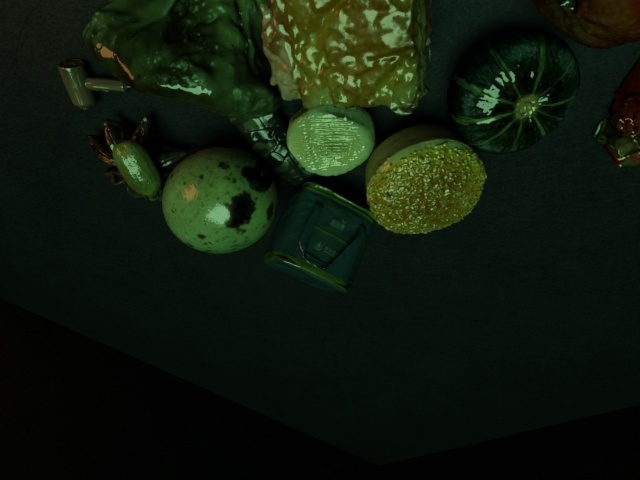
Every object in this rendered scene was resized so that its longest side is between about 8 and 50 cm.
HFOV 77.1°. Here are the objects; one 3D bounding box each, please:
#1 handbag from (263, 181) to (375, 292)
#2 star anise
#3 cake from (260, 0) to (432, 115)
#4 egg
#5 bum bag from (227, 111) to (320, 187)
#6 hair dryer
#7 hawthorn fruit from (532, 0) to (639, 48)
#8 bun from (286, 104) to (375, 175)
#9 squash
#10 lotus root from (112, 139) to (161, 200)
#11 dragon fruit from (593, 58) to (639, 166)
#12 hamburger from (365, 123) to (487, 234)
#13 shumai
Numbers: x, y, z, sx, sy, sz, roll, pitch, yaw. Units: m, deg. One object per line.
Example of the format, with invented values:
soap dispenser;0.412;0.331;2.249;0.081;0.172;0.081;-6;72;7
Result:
handbag;0.000;0.000;1.132;0.263;0.240;0.222;24;166;-12
star anise;-0.517;-0.225;1.172;0.316;0.108;0.315;5;133;5
cake;0.052;-0.426;0.707;0.294;0.306;0.314;4;136;15
egg;-0.278;-0.103;1.099;0.288;0.287;0.379;36;150;-21
bum bag;-0.129;-0.262;1.055;0.144;0.095;0.340;-18;130;24
hair dryer;-0.571;-0.402;1.046;0.182;0.064;0.117;5;135;1
hawthorn fruit;0.505;-0.463;0.603;0.331;0.287;0.287;-35;121;10
bun;0.031;-0.263;0.987;0.221;0.134;0.220;1;143;1
squash;0.393;-0.306;0.838;0.253;0.165;0.252;-1;129;-1
lotus root;-0.484;-0.182;1.079;0.091;0.077;0.182;-4;129;13
dragon fruit;0.736;-0.219;0.855;0.317;0.151;0.205;31;134;-17
hamburger;0.251;-0.140;0.983;0.303;0.170;0.301;-8;147;-5
shumai;-0.224;-0.435;0.764;0.398;0.324;0.323;29;112;13
